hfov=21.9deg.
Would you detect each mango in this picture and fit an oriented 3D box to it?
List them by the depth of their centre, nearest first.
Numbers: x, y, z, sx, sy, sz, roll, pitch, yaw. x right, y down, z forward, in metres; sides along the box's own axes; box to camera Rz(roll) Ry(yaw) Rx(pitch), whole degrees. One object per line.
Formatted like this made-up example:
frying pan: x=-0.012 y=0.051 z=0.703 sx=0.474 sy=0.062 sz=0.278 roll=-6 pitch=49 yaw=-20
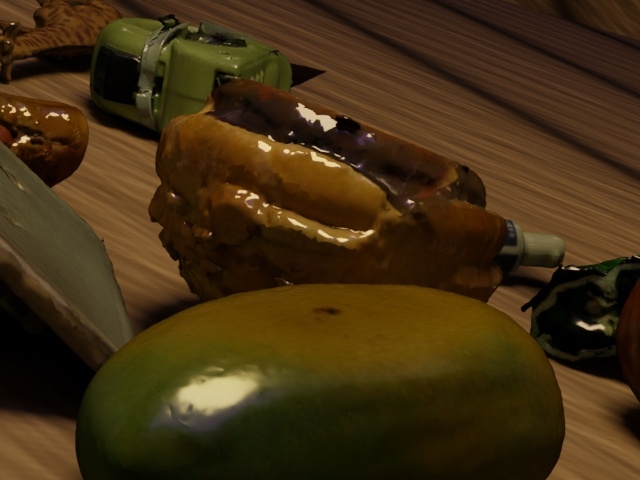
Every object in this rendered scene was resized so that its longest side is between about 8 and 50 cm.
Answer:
mango: x=-0.001 y=0.065 z=0.654 sx=0.237 sy=0.091 sz=0.137 roll=4 pitch=13 yaw=-37

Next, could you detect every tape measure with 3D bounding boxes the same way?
tape measure: x=-0.098 y=-0.125 z=1.258 sx=0.154 sy=0.087 sz=0.177 roll=13 pitch=11 yaw=12

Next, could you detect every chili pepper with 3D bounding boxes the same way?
chili pepper: x=0.189 y=0.033 z=1.038 sx=0.088 sy=0.059 sz=0.227 roll=-6 pitch=2 yaw=17

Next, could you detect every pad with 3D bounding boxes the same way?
pad: x=-0.068 y=-0.147 z=1.431 sx=0.113 sy=0.006 sz=0.188 roll=11 pitch=-2 yaw=-12

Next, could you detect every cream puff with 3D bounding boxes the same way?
cream puff: x=0.000 y=0.000 z=0.817 sx=0.189 sy=0.129 sz=0.189 roll=19 pitch=6 yaw=-2

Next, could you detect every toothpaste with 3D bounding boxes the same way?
toothpaste: x=0.058 y=-0.002 z=1.065 sx=0.216 sy=0.037 sz=0.062 roll=6 pitch=17 yaw=-20

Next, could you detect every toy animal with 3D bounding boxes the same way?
toy animal: x=-0.230 y=-0.176 z=1.383 sx=0.149 sy=0.054 sz=0.275 roll=9 pitch=17 yaw=-15

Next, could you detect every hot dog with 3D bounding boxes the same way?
hot dog: x=-0.266 y=-0.060 z=0.890 sx=0.286 sy=0.061 sz=0.088 roll=6 pitch=-9 yaw=-22

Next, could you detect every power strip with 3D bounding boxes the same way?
power strip: x=-0.172 y=-0.011 z=0.755 sx=0.198 sy=0.064 sz=0.213 roll=48 pitch=2 yaw=-20

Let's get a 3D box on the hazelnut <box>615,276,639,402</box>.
hazelnut: x=0.232 y=0.052 z=0.854 sx=0.150 sy=0.150 sz=0.150 roll=14 pitch=15 yaw=-4
